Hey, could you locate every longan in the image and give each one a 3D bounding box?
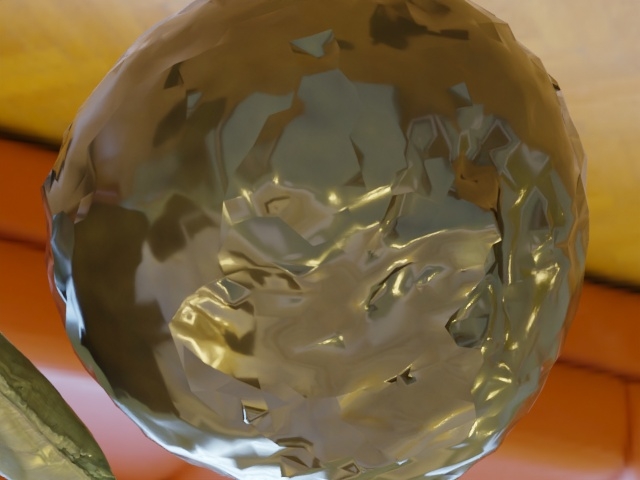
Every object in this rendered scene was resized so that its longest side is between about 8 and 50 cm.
[{"bbox_3d":[0.000,0.000,1.265,0.391,0.391,0.391,1,152,1],"label":"longan"}]

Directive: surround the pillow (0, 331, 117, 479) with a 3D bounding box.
[{"bbox_3d":[-0.262,0.065,1.170,0.185,0.075,0.302,13,147,54],"label":"pillow"}]
